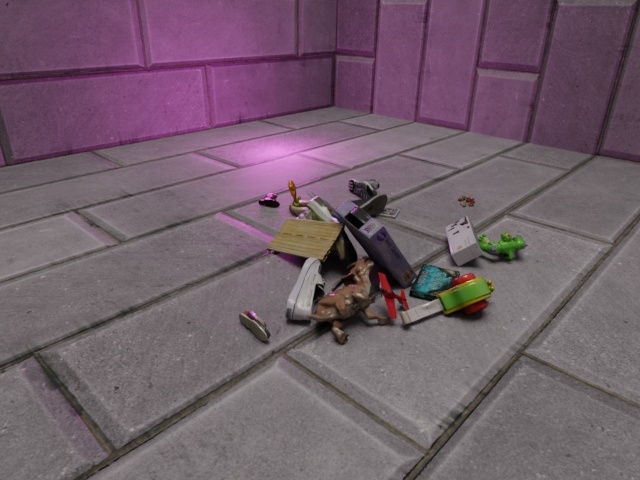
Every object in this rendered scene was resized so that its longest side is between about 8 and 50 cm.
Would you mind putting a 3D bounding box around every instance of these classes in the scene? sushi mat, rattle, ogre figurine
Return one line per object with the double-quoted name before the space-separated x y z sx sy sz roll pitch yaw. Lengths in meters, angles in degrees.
"sushi mat" -0.056 -0.009 1.656 0.316 0.019 0.151 9 58 48
"rattle" -0.038 -0.175 2.034 0.199 0.143 0.130 13 9 36
"ogre figurine" 0.658 0.016 1.720 0.196 0.097 0.118 12 6 -13

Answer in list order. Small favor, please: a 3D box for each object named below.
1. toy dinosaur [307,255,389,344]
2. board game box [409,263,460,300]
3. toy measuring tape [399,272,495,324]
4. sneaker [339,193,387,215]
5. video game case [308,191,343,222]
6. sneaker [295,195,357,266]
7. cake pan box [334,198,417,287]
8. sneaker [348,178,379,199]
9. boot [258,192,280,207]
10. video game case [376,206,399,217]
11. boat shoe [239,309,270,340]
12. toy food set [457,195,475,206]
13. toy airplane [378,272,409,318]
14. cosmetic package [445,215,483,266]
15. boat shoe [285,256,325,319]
"toy dinosaur" 0.060 0.171 1.343 0.295 0.127 0.200 -21 34 -30
"board game box" 0.370 0.137 1.527 0.126 0.026 0.186 11 28 21
"toy measuring tape" 0.383 0.167 1.357 0.329 0.122 0.121 -13 29 -27
"sneaker" 0.181 -0.156 2.038 0.222 0.083 0.118 -28 37 -32
"video game case" 0.028 -0.136 1.980 0.119 0.015 0.166 25 17 -45
"sneaker" 0.000 0.000 1.728 0.182 0.158 0.410 -34 33 -1
"cake pan box" 0.176 0.004 1.547 0.070 0.267 0.245 -42 33 -4
"sneaker" 0.239 -0.251 2.255 0.132 0.086 0.228 -9 27 -25
"boot" -0.214 -0.186 2.162 0.106 0.037 0.114 11 23 15
"video game case" 0.277 -0.126 2.080 0.121 0.011 0.087 10 27 18
"boat shoe" -0.172 0.229 1.299 0.043 0.049 0.137 -16 26 -35
"toy food set" 0.683 -0.187 2.210 0.077 0.019 0.122 1 26 0
"toy airplane" 0.213 0.163 1.375 0.028 0.151 0.151 -30 13 26
"cosmetic package" 0.519 -0.003 1.735 0.098 0.060 0.239 -32 17 21
"boat shoe" -0.027 0.143 1.426 0.088 0.096 0.268 11 28 10
